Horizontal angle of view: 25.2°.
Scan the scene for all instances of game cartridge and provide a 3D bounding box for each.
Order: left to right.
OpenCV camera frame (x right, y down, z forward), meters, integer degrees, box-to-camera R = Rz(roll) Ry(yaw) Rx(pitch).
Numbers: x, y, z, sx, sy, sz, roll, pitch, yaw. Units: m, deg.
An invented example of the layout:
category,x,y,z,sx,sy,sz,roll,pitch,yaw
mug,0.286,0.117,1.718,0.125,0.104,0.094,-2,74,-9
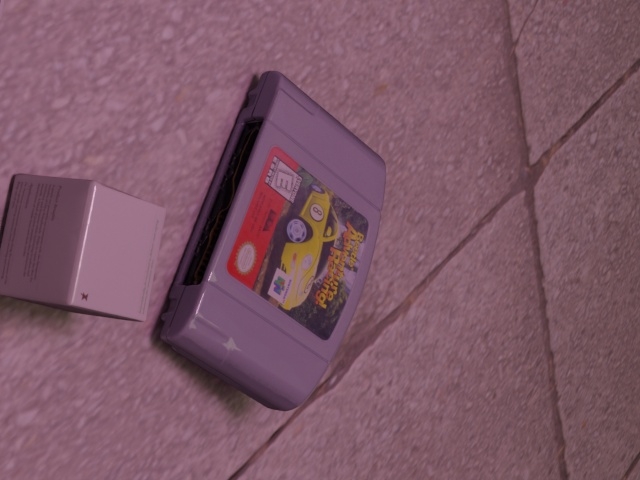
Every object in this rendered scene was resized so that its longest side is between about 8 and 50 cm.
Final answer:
category,x,y,z,sx,sy,sz,roll,pitch,yaw
game cartridge,-0.034,0.006,1.407,0.196,0.060,0.294,38,62,-41

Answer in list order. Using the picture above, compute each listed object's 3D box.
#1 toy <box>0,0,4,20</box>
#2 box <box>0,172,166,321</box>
category,x,y,z,sx,sy,sz,roll,pitch,yaw
toy,-0.255,-0.290,1.045,0.137,0.056,0.237,11,86,-59
box,-0.194,0.007,1.158,0.102,0.087,0.101,21,78,-57
